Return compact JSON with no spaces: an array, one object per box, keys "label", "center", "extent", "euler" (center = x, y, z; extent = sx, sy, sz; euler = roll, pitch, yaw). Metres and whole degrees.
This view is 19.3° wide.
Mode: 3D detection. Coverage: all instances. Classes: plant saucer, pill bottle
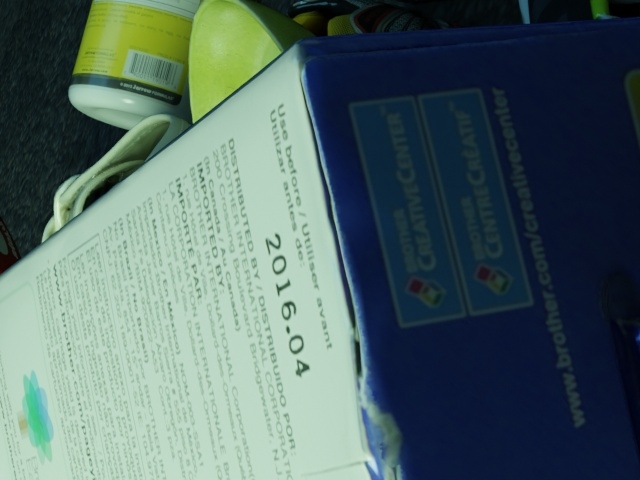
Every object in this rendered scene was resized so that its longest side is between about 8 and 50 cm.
[{"label":"plant saucer","center":[0.000,0.000,0.859],"extent":[0.241,0.037,0.241],"euler":[162,90,-73]},{"label":"pill bottle","center":[-0.107,-0.170,1.334],"extent":[0.103,0.103,0.184],"euler":[176,110,-69]}]

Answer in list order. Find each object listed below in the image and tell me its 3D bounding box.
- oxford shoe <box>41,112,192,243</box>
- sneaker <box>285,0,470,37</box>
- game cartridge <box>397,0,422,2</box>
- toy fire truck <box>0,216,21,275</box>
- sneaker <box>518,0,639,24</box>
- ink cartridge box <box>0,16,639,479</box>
[{"label":"oxford shoe","center":[-0.113,0.001,1.175],"extent":[0.449,0.130,0.169],"euler":[175,107,-72]},{"label":"sneaker","center":[0.007,-0.094,0.973],"extent":[0.225,0.092,0.088],"euler":[-170,97,-71]},{"label":"game cartridge","center":[0.006,-0.164,0.882],"extent":[0.294,0.196,0.060],"euler":[-167,95,-71]},{"label":"toy fire truck","center":[-0.243,0.100,1.306],"extent":[0.302,0.169,0.254],"euler":[60,-175,13]},{"label":"sneaker","center":[0.116,-0.053,0.652],"extent":[0.097,0.084,0.235],"euler":[139,135,-79]},{"label":"ink cartridge box","center":[0.029,0.102,0.547],"extent":[0.395,0.151,0.270],"euler":[151,109,-65]}]
